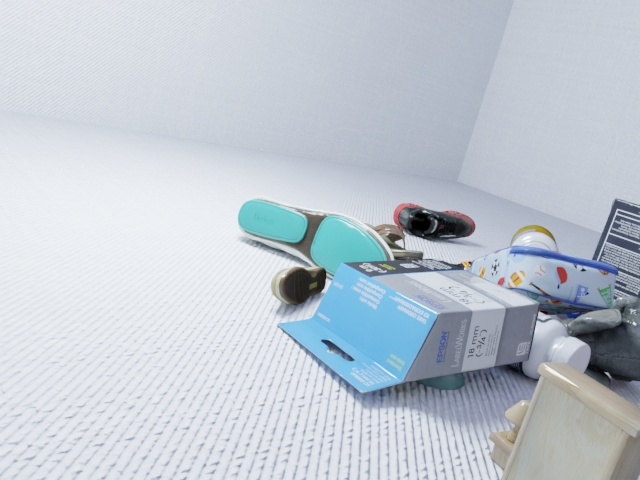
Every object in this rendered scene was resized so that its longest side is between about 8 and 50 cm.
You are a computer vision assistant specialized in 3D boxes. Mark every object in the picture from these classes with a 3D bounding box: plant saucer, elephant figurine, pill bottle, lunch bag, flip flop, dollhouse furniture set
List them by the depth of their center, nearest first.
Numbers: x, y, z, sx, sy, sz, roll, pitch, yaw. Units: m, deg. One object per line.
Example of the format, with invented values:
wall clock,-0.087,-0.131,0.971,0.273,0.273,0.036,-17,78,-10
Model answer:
dollhouse furniture set,0.382,0.244,0.664,0.355,0.174,0.303,6,17,-30
plant saucer,0.169,0.192,0.956,0.119,0.021,0.119,15,14,-4
pill bottle,0.356,0.173,1.049,0.107,0.108,0.180,3,18,-40
elephant figurine,0.477,0.188,1.094,0.239,0.186,0.170,1,60,-12
lunch bag,0.462,0.093,1.303,0.243,0.115,0.303,11,-9,-7
flip flop,0.174,-0.012,1.638,0.112,0.080,0.277,8,15,-27
pill bottle,0.629,0.036,1.812,0.136,0.137,0.245,19,14,14

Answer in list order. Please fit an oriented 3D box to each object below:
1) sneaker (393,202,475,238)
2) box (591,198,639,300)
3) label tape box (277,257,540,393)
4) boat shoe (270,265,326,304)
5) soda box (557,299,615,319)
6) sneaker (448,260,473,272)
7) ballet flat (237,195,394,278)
sneaker,0.375,-0.050,1.966,0.275,0.098,0.135,10,14,-10
box,0.849,0.084,1.524,0.182,0.294,0.296,7,16,-39
label tape box,0.137,0.114,0.964,0.333,0.106,0.240,-1,16,-34
boat shoe,-0.054,0.077,1.111,0.072,0.068,0.190,7,0,21
soda box,0.634,0.175,1.385,0.092,0.084,0.263,10,15,-18
sneaker,0.392,0.079,1.510,0.214,0.083,0.084,12,16,-8
ballet flat,0.000,0.000,1.355,0.400,0.139,0.139,21,15,26
